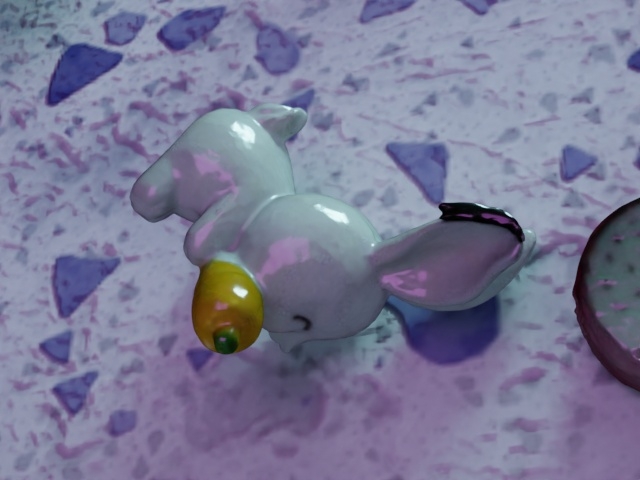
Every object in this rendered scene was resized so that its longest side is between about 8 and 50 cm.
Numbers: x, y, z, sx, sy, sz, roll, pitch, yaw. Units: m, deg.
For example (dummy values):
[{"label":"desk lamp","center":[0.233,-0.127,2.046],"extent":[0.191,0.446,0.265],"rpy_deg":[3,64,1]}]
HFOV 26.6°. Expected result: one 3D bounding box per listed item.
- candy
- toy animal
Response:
[{"label":"candy","center":[0.167,0.023,0.623],"extent":[0.103,0.043,0.103],"rpy_deg":[-10,57,17]},{"label":"toy animal","center":[0.000,0.000,0.665],"extent":[0.181,0.131,0.127],"rpy_deg":[37,101,25]}]
